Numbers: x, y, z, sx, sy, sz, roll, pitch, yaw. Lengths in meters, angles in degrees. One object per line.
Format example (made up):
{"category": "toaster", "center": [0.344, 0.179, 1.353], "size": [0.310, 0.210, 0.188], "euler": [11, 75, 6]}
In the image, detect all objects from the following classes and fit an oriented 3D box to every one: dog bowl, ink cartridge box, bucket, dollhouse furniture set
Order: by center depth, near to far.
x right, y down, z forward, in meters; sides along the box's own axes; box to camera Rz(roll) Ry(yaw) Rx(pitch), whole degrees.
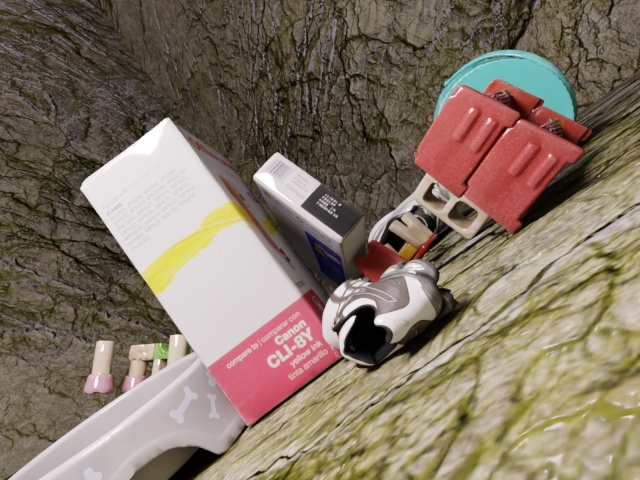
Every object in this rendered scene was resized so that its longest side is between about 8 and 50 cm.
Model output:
{"category": "dog bowl", "center": [-0.262, 0.278, 0.571], "size": [0.349, 0.102, 0.349], "euler": [-32, 3, 2]}
{"category": "dollhouse furniture set", "center": [0.194, -0.035, 0.627], "size": [0.201, 0.152, 0.374], "euler": [-33, -24, -49]}
{"category": "ink cartridge box", "center": [-0.132, 0.037, 0.658], "size": [0.160, 0.384, 0.279], "euler": [-38, -4, 3]}
{"category": "ink cartridge box", "center": [0.000, 0.000, 0.779], "size": [0.069, 0.176, 0.371], "euler": [-48, -19, -14]}
{"category": "bucket", "center": [0.363, -0.238, 0.858], "size": [0.281, 0.281, 0.183], "euler": [-39, 4, 27]}

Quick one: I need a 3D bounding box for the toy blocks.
{"category": "toy blocks", "center": [-0.369, 0.389, 1.051], "size": [0.289, 0.260, 0.309], "euler": [-9, -21, 19]}

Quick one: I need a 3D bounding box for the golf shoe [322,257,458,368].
{"category": "golf shoe", "center": [0.036, 0.081, 0.416], "size": [0.094, 0.077, 0.198], "euler": [-34, -7, -35]}

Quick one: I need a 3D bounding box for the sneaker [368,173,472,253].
{"category": "sneaker", "center": [0.303, -0.085, 1.043], "size": [0.447, 0.169, 0.257], "euler": [-46, 2, 12]}
